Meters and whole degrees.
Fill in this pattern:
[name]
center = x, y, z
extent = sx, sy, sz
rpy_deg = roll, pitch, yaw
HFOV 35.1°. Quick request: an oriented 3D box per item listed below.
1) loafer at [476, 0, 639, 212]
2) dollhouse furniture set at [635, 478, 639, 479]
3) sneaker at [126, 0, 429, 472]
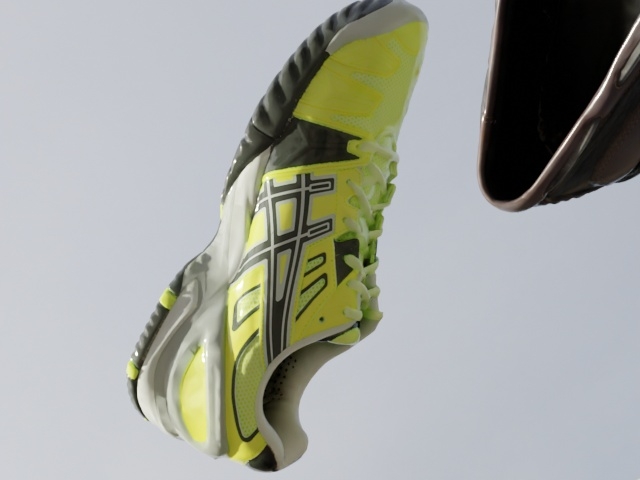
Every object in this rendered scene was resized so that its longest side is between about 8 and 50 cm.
[loafer]
center = 0.126, -0.130, 0.431
extent = 0.095, 0.109, 0.302
rpy_deg = -31, -38, -26
[dollhouse furniture set]
center = 0.470, 0.535, 1.465
extent = 0.394, 0.362, 0.256
rpy_deg = 15, -38, -24
[sneaker]
center = 0.000, 0.000, 0.786
extent = 0.145, 0.147, 0.384
rpy_deg = 8, -70, -64
